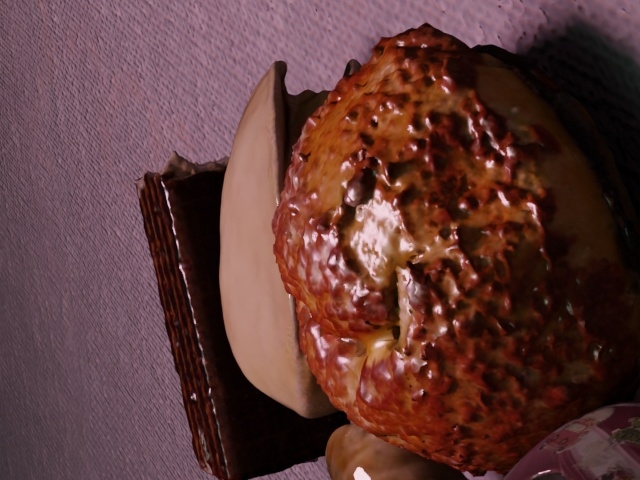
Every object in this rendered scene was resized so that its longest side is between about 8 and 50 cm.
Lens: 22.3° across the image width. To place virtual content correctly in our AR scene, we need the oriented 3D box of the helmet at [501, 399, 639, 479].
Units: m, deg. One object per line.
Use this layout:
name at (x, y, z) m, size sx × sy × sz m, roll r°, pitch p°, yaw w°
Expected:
helmet at (0.161, 0.131, 0.722) m, size 0.177 × 0.107 × 0.153 m, roll -13°, pitch 121°, yaw 43°

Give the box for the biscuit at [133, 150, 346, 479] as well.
biscuit at (-0.058, 0.049, 1.204) m, size 0.070 × 0.106 × 0.252 m, roll 6°, pitch 110°, yaw 66°

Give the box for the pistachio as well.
pistachio at (0.000, 0.000, 1.004) m, size 0.152 × 0.126 × 0.223 m, roll -56°, pitch -34°, yaw -84°

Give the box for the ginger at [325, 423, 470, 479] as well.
ginger at (0.090, 0.269, 0.913) m, size 0.256 × 0.176 × 0.375 m, roll 86°, pitch 161°, yaw -66°

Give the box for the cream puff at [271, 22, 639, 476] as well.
cream puff at (0.062, 0.011, 0.824) m, size 0.240 × 0.164 × 0.240 m, roll 171°, pitch 90°, yaw -70°
